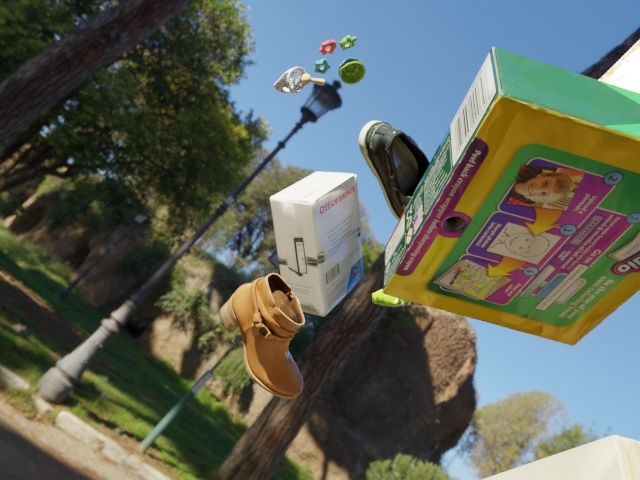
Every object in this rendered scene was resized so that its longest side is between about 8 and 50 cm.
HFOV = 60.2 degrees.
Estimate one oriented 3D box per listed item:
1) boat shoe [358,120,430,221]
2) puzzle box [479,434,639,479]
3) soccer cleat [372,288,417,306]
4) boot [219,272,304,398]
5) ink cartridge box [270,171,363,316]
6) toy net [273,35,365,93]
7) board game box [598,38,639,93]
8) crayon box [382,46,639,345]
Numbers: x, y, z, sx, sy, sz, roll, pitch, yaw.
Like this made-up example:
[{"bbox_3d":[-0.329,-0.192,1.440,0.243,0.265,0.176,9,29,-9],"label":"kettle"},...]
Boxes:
[{"bbox_3d":[0.218,-0.133,1.274,0.113,0.127,0.340,16,-34,53],"label":"boat shoe"},{"bbox_3d":[0.164,0.376,0.383,0.052,0.409,0.272,17,-37,-13],"label":"puzzle box"},{"bbox_3d":[0.183,0.110,1.156,0.178,0.060,0.072,0,-7,-41],"label":"soccer cleat"},{"bbox_3d":[-0.064,0.149,0.843,0.197,0.073,0.152,51,-45,-4],"label":"boot"},{"bbox_3d":[0.000,0.000,0.931,0.085,0.148,0.203,9,-63,31],"label":"ink cartridge box"},{"bbox_3d":[-0.008,-0.421,1.374,0.122,0.232,0.045,64,8,-57],"label":"toy net"},{"bbox_3d":[0.501,-0.203,0.758,0.193,0.147,0.045,46,1,32],"label":"board game box"},{"bbox_3d":[0.288,-0.027,0.722,0.313,0.106,0.363,15,-42,-6],"label":"crayon box"}]
